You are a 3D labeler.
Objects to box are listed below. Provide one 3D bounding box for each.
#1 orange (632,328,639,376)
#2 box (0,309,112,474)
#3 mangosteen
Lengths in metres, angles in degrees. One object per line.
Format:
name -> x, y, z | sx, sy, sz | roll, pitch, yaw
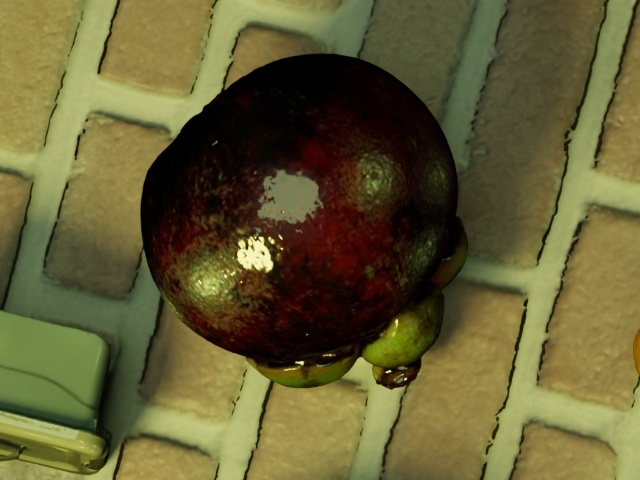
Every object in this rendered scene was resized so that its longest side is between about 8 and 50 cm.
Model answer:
orange -> 0.320, 0.102, 1.530 | 0.083, 0.070, 0.083 | -6, 71, 19
box -> -0.299, 0.140, 1.584 | 0.227, 0.162, 0.130 | 13, 72, -4
mangosteen -> -0.007, -0.013, 1.500 | 0.300, 0.300, 0.300 | -2, 82, 11
